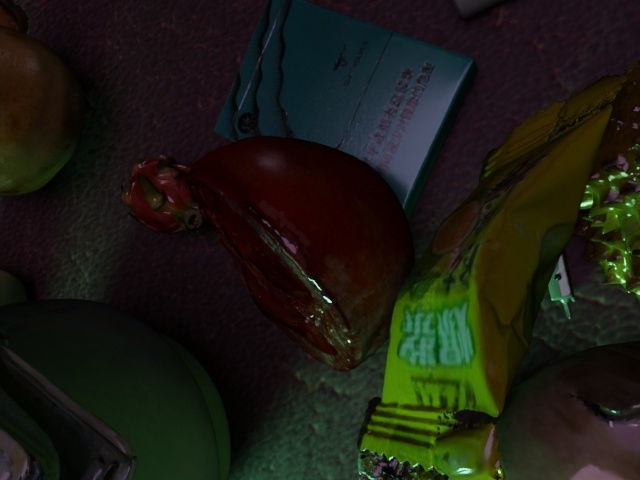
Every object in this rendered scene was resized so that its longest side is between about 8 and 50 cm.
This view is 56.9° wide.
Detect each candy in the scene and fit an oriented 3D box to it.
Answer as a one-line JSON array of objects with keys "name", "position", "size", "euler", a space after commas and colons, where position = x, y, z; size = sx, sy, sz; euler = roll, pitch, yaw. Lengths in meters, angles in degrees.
[{"name": "candy", "position": [0.117, 0.023, 0.434], "size": [0.081, 0.187, 0.297], "euler": [27, 72, -9]}]

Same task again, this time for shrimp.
[{"name": "shrimp", "position": [0.101, 0.191, 0.547], "size": [0.161, 0.034, 0.091], "euler": [-34, 75, 16]}]

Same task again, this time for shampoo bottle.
[{"name": "shampoo bottle", "position": [-0.256, 0.215, 0.529], "size": [0.323, 0.317, 0.322], "euler": [-1, 88, 20]}]

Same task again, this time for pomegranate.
[{"name": "pomegranate", "position": [-0.373, -0.147, 0.668], "size": [0.207, 0.207, 0.206], "euler": [-1, 86, 21]}]

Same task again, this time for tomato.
[{"name": "tomato", "position": [0.000, 0.000, 0.520], "size": [0.140, 0.233, 0.200], "euler": [-41, 65, -16]}]

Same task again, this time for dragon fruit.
[{"name": "dragon fruit", "position": [-0.159, -0.045, 0.630], "size": [0.116, 0.086, 0.081], "euler": [31, 103, 30]}]

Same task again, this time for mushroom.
[{"name": "mushroom", "position": [0.202, 0.176, 0.401], "size": [0.255, 0.255, 0.184], "euler": [-36, 42, 15]}]

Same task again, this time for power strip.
[{"name": "power strip", "position": [0.200, 0.001, 0.513], "size": [0.019, 0.051, 0.136], "euler": [-13, 83, 23]}]

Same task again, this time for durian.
[{"name": "durian", "position": [0.295, -0.033, 0.440], "size": [0.250, 0.138, 0.183], "euler": [23, 87, 14]}]

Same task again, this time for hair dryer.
[{"name": "hair dryer", "position": [0.143, -0.276, 0.563], "size": [0.063, 0.038, 0.124], "euler": [-21, 72, 17]}]

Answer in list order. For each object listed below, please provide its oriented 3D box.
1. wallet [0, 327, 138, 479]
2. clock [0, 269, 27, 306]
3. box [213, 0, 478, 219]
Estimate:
[{"name": "wallet", "position": [-0.275, 0.135, 0.355], "size": [0.310, 0.077, 0.223], "euler": [26, 90, 28]}, {"name": "clock", "position": [-0.477, 0.163, 0.599], "size": [0.118, 0.348, 0.285], "euler": [6, 90, 21]}, {"name": "box", "position": [0.018, -0.139, 0.593], "size": [0.227, 0.042, 0.160], "euler": [26, 96, 20]}]
